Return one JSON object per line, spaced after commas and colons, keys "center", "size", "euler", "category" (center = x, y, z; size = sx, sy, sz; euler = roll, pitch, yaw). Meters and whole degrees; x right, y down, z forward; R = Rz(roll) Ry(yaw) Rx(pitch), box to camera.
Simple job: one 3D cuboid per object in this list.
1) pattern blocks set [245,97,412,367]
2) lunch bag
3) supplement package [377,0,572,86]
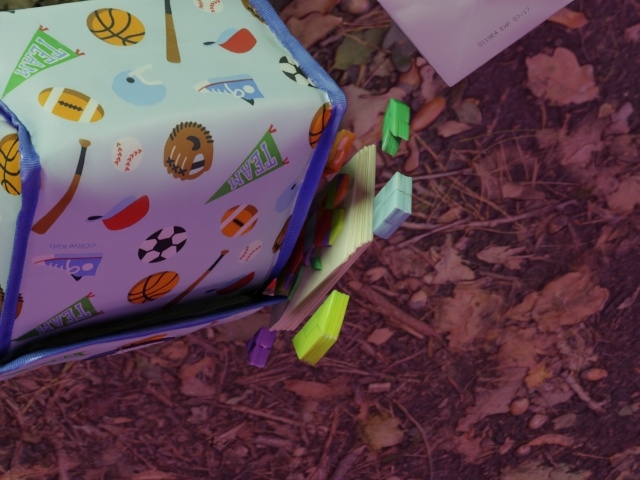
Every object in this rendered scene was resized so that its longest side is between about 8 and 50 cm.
{"center": [0.000, 0.000, 1.300], "size": [0.026, 0.285, 0.325], "euler": [22, 127, -19], "category": "pattern blocks set"}
{"center": [-0.192, -0.021, 1.211], "size": [0.328, 0.239, 0.385], "euler": [-13, 144, -33], "category": "lunch bag"}
{"center": [0.098, -0.277, 1.108], "size": [0.139, 0.244, 0.134], "euler": [-35, 132, 13], "category": "supplement package"}
